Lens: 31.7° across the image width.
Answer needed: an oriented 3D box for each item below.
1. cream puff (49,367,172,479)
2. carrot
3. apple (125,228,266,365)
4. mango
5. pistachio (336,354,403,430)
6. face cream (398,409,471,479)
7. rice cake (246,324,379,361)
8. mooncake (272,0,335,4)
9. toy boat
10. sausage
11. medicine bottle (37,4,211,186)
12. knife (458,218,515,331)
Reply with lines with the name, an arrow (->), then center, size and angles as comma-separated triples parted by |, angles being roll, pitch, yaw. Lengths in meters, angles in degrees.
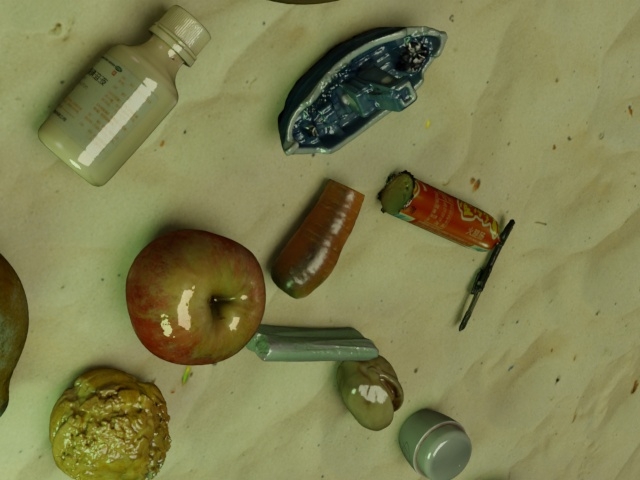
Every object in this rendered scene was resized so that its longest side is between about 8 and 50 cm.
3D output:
cream puff -> -0.302, 0.284, 1.646 | 0.189, 0.129, 0.189 | -12, 118, -24
carrot -> 0.000, 0.000, 1.735 | 0.087, 0.087, 0.193 | 34, 92, -38
apple -> -0.178, 0.080, 1.611 | 0.209, 0.164, 0.209 | -10, 107, -36
mango -> -0.474, 0.127, 1.462 | 0.193, 0.146, 0.316 | -17, 133, -24
pistachio -> 0.083, 0.258, 1.898 | 0.113, 0.113, 0.149 | -27, 129, -20
face cream -> 0.205, 0.367, 2.020 | 0.117, 0.104, 0.117 | -14, 118, -28
rice cake -> -0.015, 0.167, 1.804 | 0.221, 0.080, 0.042 | 5, 112, -33
mooncake -> -0.037, -0.419, 1.497 | 0.235, 0.117, 0.235 | -12, 118, -25
toy boat -> 0.063, -0.218, 1.638 | 0.309, 0.142, 0.129 | -37, 128, -14
sausage -> 0.211, -0.038, 1.861 | 0.264, 0.083, 0.083 | 21, 99, -39
medicine bottle -> -0.247, -0.194, 1.468 | 0.252, 0.114, 0.114 | -49, 128, -4
knife -> 0.289, 0.058, 1.981 | 0.021, 0.045, 0.222 | 24, 103, 0
